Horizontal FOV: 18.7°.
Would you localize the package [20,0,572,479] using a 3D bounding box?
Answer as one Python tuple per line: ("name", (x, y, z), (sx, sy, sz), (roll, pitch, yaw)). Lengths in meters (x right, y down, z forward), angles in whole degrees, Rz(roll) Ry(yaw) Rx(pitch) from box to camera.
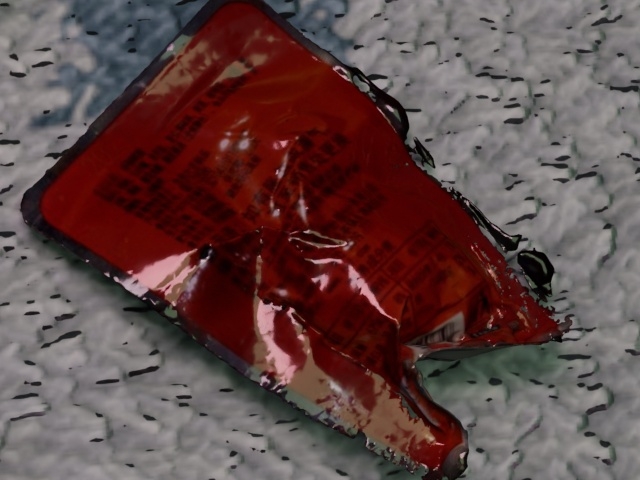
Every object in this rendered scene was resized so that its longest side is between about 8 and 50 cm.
("package", (0.000, 0.000, 1.029), (0.269, 0.071, 0.194), (43, 55, -1))
